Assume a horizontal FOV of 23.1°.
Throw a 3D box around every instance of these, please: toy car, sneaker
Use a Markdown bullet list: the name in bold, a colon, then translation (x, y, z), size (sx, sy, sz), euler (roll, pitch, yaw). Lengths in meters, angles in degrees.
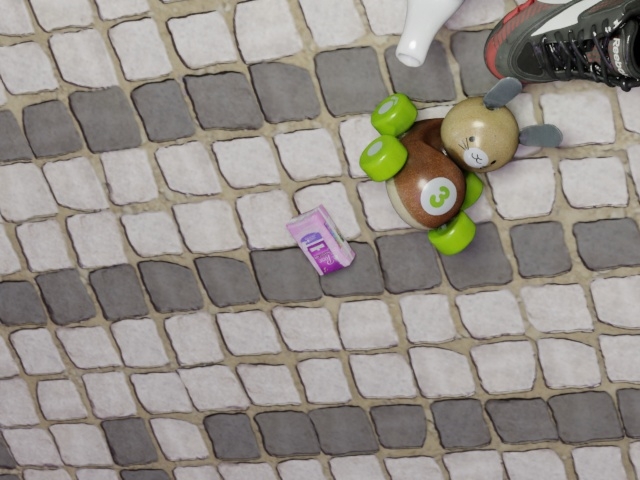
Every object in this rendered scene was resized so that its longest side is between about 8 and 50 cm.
- **toy car**: translation (0.167, -0.101, 1.727), size (0.188, 0.149, 0.155), euler (-27, 120, 33)
- **sneaker**: translation (0.289, -0.209, 1.621), size (0.276, 0.135, 0.097), euler (-11, 119, 28)

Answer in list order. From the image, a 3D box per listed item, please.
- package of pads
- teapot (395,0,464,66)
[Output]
- **package of pads**: translation (0.000, 0.000, 1.930), size (0.050, 0.032, 0.083), euler (-22, 112, 33)
- **teapot**: translation (0.140, -0.345, 1.555), size (0.252, 0.187, 0.256), euler (-22, 111, 30)
